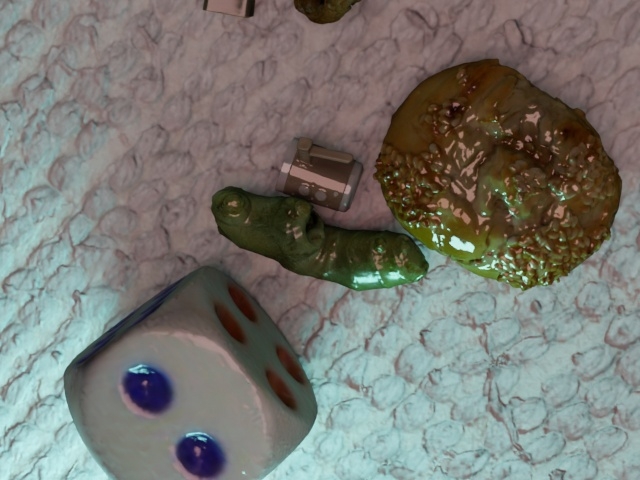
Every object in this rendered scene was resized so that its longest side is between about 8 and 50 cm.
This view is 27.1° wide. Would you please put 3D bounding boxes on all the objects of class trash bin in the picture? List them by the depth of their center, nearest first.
[{"bbox_3d":[-0.110,-0.332,1.680,0.061,0.043,0.092,12,103,6],"label":"trash bin"}]

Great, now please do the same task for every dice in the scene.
[{"bbox_3d":[-0.166,0.194,1.717,0.243,0.259,0.251,-37,95,13],"label":"dice"}]

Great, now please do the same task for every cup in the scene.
[{"bbox_3d":[0.004,-0.094,1.702,0.099,0.074,0.102,20,128,1],"label":"cup"}]

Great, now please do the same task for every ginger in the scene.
[{"bbox_3d":[-0.005,0.000,1.709,0.290,0.089,0.137,24,138,-4],"label":"ginger"}]

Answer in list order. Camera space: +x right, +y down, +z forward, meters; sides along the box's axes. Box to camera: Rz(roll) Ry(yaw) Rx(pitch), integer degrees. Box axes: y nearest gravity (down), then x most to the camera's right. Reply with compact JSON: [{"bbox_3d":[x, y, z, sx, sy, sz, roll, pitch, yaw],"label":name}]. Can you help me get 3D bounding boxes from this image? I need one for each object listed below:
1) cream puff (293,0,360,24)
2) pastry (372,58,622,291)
[{"bbox_3d":[0.045,-0.363,1.601,0.169,0.183,0.183,-16,103,-14],"label":"cream puff"},{"bbox_3d":[0.220,-0.074,1.636,0.311,0.162,0.255,29,109,2],"label":"pastry"}]
